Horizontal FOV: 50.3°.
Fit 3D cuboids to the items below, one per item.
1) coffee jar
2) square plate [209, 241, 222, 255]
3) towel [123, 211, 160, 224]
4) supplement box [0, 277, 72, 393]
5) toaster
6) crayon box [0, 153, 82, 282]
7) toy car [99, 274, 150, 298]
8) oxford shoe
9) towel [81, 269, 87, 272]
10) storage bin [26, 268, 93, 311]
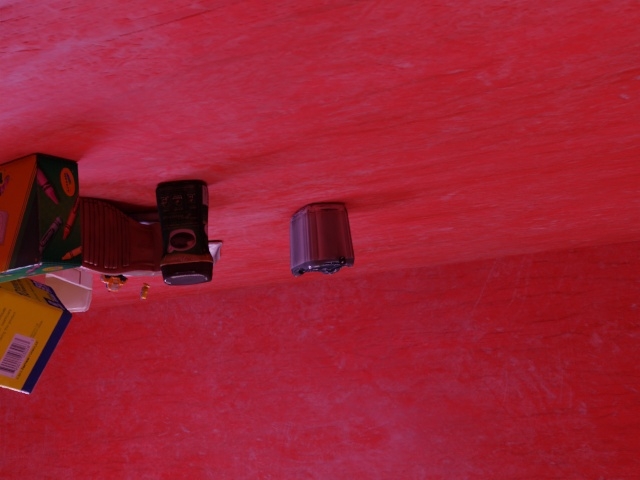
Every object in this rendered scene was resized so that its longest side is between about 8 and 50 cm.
[{"bbox_3d":[-0.247,-0.010,1.243,0.096,0.184,0.079,-5,171,-2],"label":"coffee jar"},{"bbox_3d":[-0.468,0.061,2.015,0.347,0.049,0.344,-3,170,-10],"label":"square plate"},{"bbox_3d":[-0.455,-0.025,1.524,0.285,0.034,0.209,-4,170,-9],"label":"towel"},{"bbox_3d":[-0.730,0.145,1.385,0.356,0.195,0.194,29,177,-38],"label":"supplement box"},{"bbox_3d":[0.000,0.000,1.586,0.129,0.146,0.227,-4,172,-16],"label":"toaster"},{"bbox_3d":[-0.502,-0.022,1.078,0.278,0.165,0.081,-11,170,30],"label":"crayon box"},{"bbox_3d":[-0.399,0.093,1.369,0.122,0.040,0.060,15,-179,43],"label":"toy car"},{"bbox_3d":[-0.429,0.014,1.364,0.146,0.140,0.397,-12,160,38],"label":"oxford shoe"},{"bbox_3d":[-0.842,0.110,2.161,0.144,0.029,0.197,3,168,-40],"label":"towel"},{"bbox_3d":[-0.823,0.133,1.932,0.260,0.123,0.262,-6,165,8],"label":"storage bin"}]
